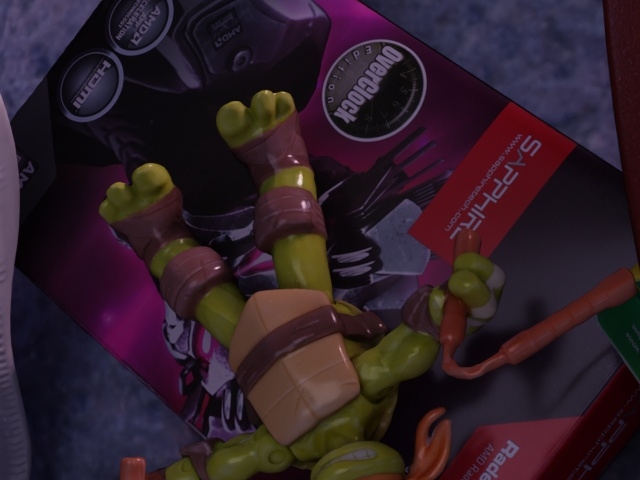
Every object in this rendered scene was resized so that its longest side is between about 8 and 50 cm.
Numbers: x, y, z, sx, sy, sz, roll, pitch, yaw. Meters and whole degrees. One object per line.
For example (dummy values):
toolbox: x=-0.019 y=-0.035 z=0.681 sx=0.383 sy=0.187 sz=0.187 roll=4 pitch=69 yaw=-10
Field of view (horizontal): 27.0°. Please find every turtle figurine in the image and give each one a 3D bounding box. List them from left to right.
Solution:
turtle figurine: x=-0.002 y=0.039 z=0.595 sx=0.269 sy=0.087 sz=0.217 roll=-39 pitch=57 yaw=19

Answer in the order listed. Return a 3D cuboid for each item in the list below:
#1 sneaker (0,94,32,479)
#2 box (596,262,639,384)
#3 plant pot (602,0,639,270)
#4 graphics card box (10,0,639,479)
sneaker: x=-0.282 y=0.013 z=0.735 sx=0.236 sy=0.130 sz=0.323 roll=16 pitch=120 yaw=34
box: x=0.208 y=0.019 z=0.575 sx=0.179 sy=0.043 sz=0.105 roll=-38 pitch=99 yaw=-18
plant pot: x=0.254 y=-0.052 z=0.448 sx=0.267 sy=0.267 sz=0.236 roll=-167 pitch=85 yaw=-67
graphics card box: x=0.000 y=0.000 z=0.705 sx=0.371 sy=0.094 sz=0.233 roll=39 pitch=93 yaw=27
